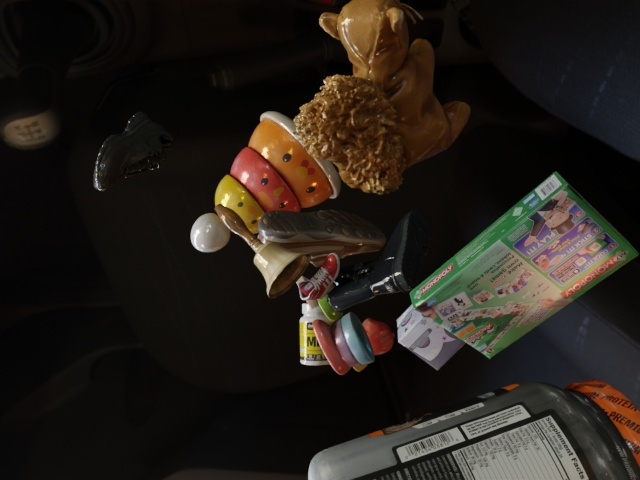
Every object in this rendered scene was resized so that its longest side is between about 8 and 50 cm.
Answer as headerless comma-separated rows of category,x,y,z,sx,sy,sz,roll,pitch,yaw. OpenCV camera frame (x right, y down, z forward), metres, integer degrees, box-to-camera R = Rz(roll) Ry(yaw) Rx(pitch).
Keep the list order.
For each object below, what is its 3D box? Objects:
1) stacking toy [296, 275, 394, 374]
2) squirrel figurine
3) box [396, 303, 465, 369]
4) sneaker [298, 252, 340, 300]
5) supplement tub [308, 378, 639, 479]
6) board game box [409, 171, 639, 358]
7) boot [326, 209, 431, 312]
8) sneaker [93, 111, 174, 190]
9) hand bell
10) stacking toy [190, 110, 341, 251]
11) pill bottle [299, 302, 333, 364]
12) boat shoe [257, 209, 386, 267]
stacking toy,0.077,0.194,1.445,0.130,0.280,0.309,-27,167,11
squirrel figurine,0.121,-0.319,1.209,0.281,0.397,0.370,16,149,29
box,0.365,0.232,1.675,0.163,0.142,0.247,36,110,-9
sneaker,-0.005,0.080,1.186,0.067,0.042,0.118,-4,125,-47
supplement tub,0.171,0.277,0.591,0.338,0.207,0.207,-17,135,-5
board game box,0.340,0.058,0.954,0.213,0.046,0.317,34,117,-26
boot,0.125,0.044,1.241,0.207,0.246,0.094,-20,120,34
sneaker,-0.470,-0.219,1.424,0.130,0.286,0.109,27,138,-5
hand bell,-0.150,0.000,1.231,0.242,0.126,0.126,42,135,18
stacking toy,-0.204,-0.132,1.753,0.480,0.350,0.351,-44,129,-8
pill bottle,-0.014,0.324,1.958,0.119,0.209,0.119,-2,175,0
boat shoe,0.000,0.000,1.366,0.324,0.123,0.116,4,125,-17
